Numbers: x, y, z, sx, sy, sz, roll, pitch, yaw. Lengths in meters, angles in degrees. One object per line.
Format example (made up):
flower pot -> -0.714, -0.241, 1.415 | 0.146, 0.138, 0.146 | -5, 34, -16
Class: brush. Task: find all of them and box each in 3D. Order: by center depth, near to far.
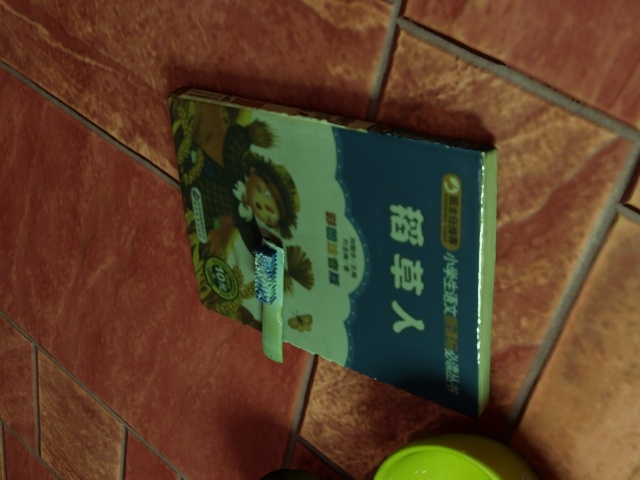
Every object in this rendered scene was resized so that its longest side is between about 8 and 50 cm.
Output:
brush -> -0.060, 0.078, 1.003 | 0.033, 0.030, 0.178 | 19, 128, 23

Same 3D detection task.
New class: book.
book -> 0.000, 0.000, 0.949 | 0.428, 0.039, 0.300 | 17, 123, 37

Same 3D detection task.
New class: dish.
dish -> 0.187, 0.304, 0.893 | 0.262, 0.108, 0.221 | 44, 135, 18

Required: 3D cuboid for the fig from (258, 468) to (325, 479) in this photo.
fig -> -0.043, 0.410, 1.130 | 0.167, 0.167, 0.233 | 40, 128, 19
